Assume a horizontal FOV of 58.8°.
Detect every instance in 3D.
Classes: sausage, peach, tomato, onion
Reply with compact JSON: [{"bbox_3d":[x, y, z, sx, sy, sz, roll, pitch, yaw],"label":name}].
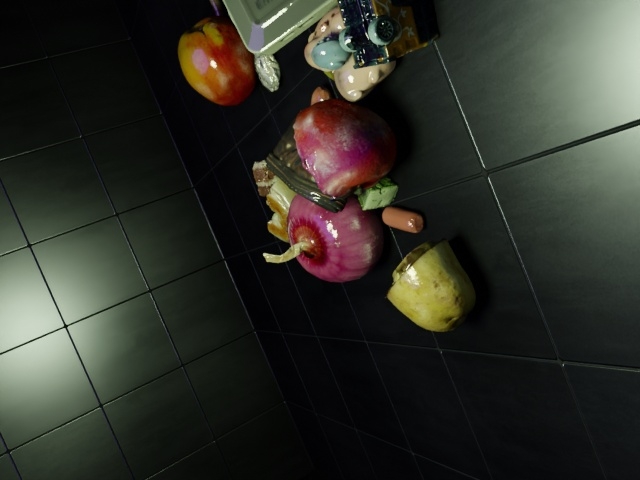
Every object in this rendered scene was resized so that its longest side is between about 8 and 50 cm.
[{"bbox_3d":[0.001,-0.413,1.854,0.077,0.077,0.194,48,149,34],"label":"sausage"},{"bbox_3d":[0.243,-0.063,1.694,0.154,0.062,0.062,23,131,56],"label":"sausage"},{"bbox_3d":[-0.375,-0.663,2.136,0.308,0.308,0.332,36,155,47],"label":"peach"},{"bbox_3d":[0.081,-0.280,1.545,0.176,0.335,0.289,-36,80,40],"label":"tomato"},{"bbox_3d":[0.036,-0.010,1.886,0.359,0.344,0.358,16,141,13],"label":"onion"}]

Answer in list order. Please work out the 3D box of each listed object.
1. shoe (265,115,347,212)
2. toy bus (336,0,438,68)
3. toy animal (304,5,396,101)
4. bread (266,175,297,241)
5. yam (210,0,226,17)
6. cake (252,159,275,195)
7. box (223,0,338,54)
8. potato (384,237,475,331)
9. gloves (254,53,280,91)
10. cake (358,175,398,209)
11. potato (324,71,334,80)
[{"bbox_3d":[-0.005,-0.245,1.715,0.171,0.237,0.384,29,-171,-37],"label":"shoe"},{"bbox_3d":[0.131,-0.581,1.302,0.162,0.194,0.323,18,130,59],"label":"toy bus"},{"bbox_3d":[0.087,-0.495,1.495,0.221,0.229,0.210,33,133,-25],"label":"toy animal"},{"bbox_3d":[-0.100,-0.114,2.204,0.192,0.171,0.314,34,148,29],"label":"bread"},{"bbox_3d":[-0.389,-0.875,2.257,0.045,0.045,0.326,-16,100,34],"label":"yam"},{"bbox_3d":[-0.188,-0.262,2.299,0.135,0.135,0.147,12,118,61],"label":"cake"},{"bbox_3d":[-0.117,-0.745,1.538,0.373,0.090,0.367,-28,85,25],"label":"box"},{"bbox_3d":[0.317,0.142,1.571,0.242,0.243,0.285,56,147,21],"label":"potato"},{"bbox_3d":[-0.196,-0.617,2.066,0.114,0.070,0.153,8,120,61],"label":"gloves"},{"bbox_3d":[0.126,-0.201,1.765,0.235,0.099,0.100,53,150,29],"label":"cake"},{"bbox_3d":[0.055,-0.515,1.682,0.198,0.054,0.119,43,149,41],"label":"potato"}]
